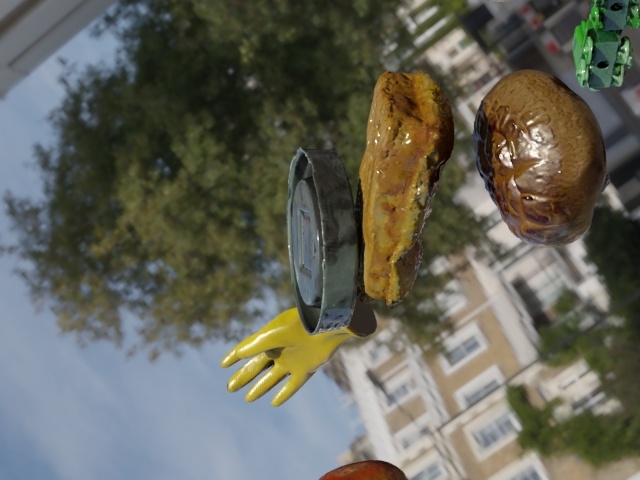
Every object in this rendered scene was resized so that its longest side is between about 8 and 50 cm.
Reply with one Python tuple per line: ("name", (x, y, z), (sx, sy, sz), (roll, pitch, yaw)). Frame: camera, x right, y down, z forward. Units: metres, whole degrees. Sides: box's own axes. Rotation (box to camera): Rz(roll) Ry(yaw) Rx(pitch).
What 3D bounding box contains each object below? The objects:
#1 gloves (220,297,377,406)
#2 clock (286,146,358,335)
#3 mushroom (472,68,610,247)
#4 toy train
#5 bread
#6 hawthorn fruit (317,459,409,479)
("gloves", (-0.049, 0.190, 2.049), (0.133, 0.294, 0.116), (51, -154, 0))
("clock", (0.000, 0.000, 1.782), (0.280, 0.055, 0.281), (176, 90, -78))
("mushroom", (0.295, -0.110, 1.617), (0.253, 0.153, 0.253), (163, 90, -79))
("toy train", (0.424, -0.332, 1.776), (0.251, 0.085, 0.119), (88, -179, -54))
("bread", (0.109, -0.044, 1.675), (0.185, 0.109, 0.380), (-96, 11, -49))
("hawthorn fruit", (0.028, 0.184, 0.808), (0.077, 0.077, 0.077), (50, -168, -15))
